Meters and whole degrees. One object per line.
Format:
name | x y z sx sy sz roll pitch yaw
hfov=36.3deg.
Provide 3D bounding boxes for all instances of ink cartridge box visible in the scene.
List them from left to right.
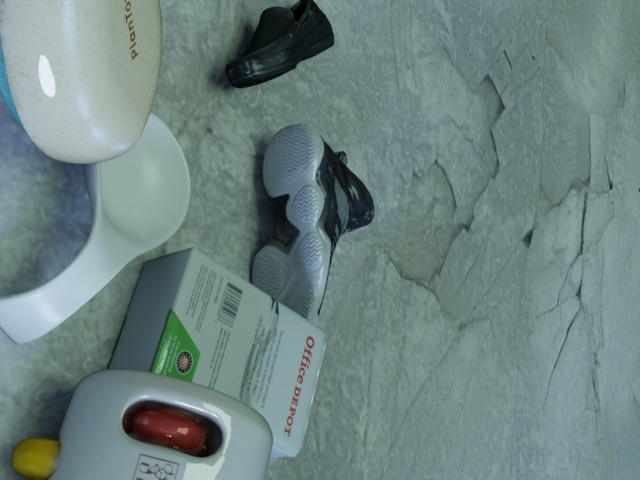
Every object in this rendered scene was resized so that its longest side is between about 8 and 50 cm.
ink cartridge box | -0.104 0.125 1.028 0.208 0.087 0.153 36 55 -35

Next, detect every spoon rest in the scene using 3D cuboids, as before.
spoon rest | -0.204 -0.019 0.939 0.137 0.084 0.276 58 43 -31

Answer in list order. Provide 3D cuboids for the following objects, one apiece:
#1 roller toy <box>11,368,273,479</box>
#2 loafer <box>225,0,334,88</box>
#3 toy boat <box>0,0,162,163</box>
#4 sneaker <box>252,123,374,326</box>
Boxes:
roller toy | -0.150 0.213 0.883 0.209 0.191 0.146 41 54 -44
loafer | -0.055 -0.245 1.197 0.223 0.076 0.078 -45 115 -53
toy boat | -0.205 -0.220 0.887 0.318 0.148 0.267 -58 155 -53
sneaker | 0.000 0.000 1.207 0.153 0.101 0.268 15 74 -55
